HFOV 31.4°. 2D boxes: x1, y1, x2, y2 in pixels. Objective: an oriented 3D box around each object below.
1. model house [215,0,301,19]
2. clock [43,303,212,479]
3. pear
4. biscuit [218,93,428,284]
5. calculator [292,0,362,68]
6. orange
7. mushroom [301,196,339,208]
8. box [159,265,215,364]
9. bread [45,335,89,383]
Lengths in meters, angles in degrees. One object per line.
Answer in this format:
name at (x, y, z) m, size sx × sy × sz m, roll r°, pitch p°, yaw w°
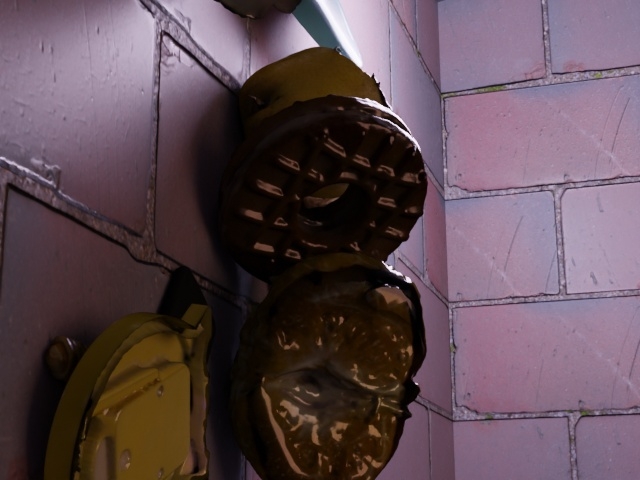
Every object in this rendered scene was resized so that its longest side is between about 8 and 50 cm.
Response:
model house at (-0.098, -0.476, 1.556) m, size 0.298 × 0.243 × 0.284 m, roll -58°, pitch -164°, yaw 9°
clock at (-0.212, 0.213, 1.244) m, size 0.293 × 0.071 × 0.277 m, roll -21°, pitch 117°, yaw -66°
pear at (-0.043, -0.176, 1.766) m, size 0.178 × 0.267 × 0.266 m, roll -11°, pitch 97°, yaw -46°
biscuit at (0.004, -0.065, 1.673) m, size 0.103 × 0.332 × 0.332 m, roll 61°, pitch -4°, yaw 43°
calculator at (-0.012, -0.440, 2.034) m, size 0.386 × 0.054 × 0.256 m, roll 39°, pitch 30°, yaw -66°
orange at (-0.010, 0.189, 1.657) m, size 0.271 × 0.210 × 0.368 m, roll 15°, pitch 92°, yaw -31°
mushroom at (0.000, 0.000, 1.893) m, size 0.156 × 0.151 × 0.285 m, roll 28°, pitch 58°, yaw -69°
box at (-0.176, 0.113, 1.497) m, size 0.125 × 0.027 × 0.126 m, roll -79°, pitch 156°, yaw -49°
bread at (-0.258, 0.129, 1.202) m, size 0.088 × 0.034 × 0.049 m, roll 51°, pitch 32°, yaw -61°
